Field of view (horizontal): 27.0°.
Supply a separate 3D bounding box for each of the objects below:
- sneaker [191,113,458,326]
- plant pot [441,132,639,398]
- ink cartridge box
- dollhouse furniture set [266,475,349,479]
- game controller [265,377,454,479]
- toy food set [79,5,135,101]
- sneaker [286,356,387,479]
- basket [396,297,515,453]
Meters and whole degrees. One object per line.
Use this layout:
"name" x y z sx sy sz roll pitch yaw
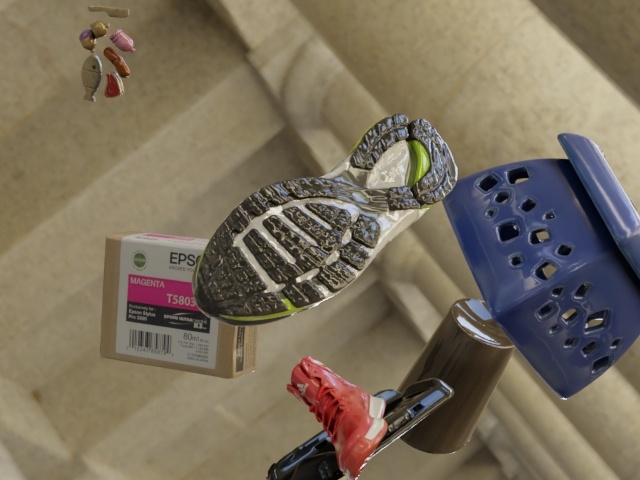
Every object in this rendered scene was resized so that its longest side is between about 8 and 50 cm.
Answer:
"sneaker" 0.000 0.000 1.155 0.300 0.111 0.121 -31 -12 -41
"plant pot" 0.316 0.021 1.705 0.212 0.236 0.236 -32 -45 12
"ink cartridge box" -0.209 0.093 1.996 0.088 0.234 0.193 -11 -75 -65
"dollhouse furniture set" -0.001 0.500 2.495 0.128 0.184 0.129 -17 -2 18
"game controller" 0.055 0.277 1.844 0.166 0.067 0.319 -18 6 42
"toy food set" -0.269 -0.231 1.678 0.019 0.077 0.122 -45 -40 -65
"sneaker" 0.008 0.213 1.621 0.087 0.128 0.221 -58 1 4
"basket" 0.235 0.223 2.278 0.204 0.154 0.227 -28 -31 -55
